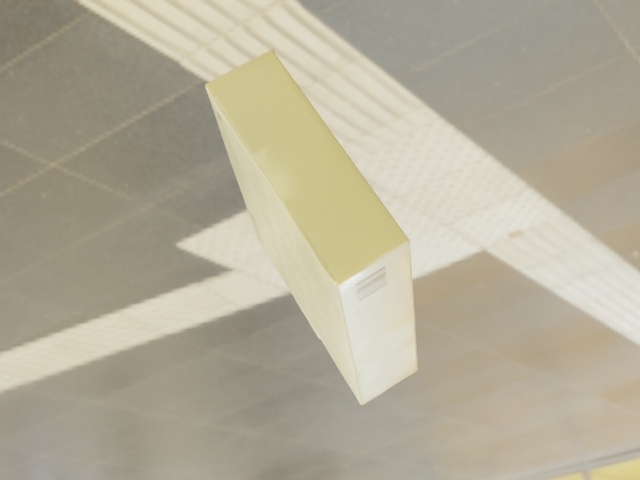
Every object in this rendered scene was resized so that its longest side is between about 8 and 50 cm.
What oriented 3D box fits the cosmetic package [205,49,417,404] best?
[{"bbox_3d":[0.000,0.000,1.238,0.097,0.284,0.377,-31,155,-9],"label":"cosmetic package"}]
